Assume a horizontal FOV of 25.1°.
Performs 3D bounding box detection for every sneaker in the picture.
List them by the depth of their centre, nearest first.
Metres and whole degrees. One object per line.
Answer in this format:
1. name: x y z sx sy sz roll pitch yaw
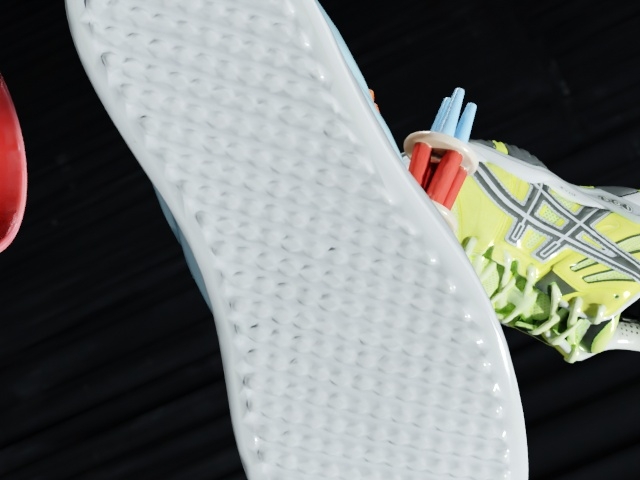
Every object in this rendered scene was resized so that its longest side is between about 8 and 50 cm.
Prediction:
1. sneaker: 0.000 0.000 0.687 0.150 0.135 0.366 -87 157 -76
2. sneaker: 0.188 0.019 1.235 0.147 0.385 0.145 -105 -151 -45

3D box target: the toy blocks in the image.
1. toy blocks: 0.048 -0.051 0.935 0.123 0.054 0.148 37 61 -33

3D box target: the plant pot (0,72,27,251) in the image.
1. plant pot: -0.479 -0.089 1.501 0.275 0.243 0.275 -11 90 -74
